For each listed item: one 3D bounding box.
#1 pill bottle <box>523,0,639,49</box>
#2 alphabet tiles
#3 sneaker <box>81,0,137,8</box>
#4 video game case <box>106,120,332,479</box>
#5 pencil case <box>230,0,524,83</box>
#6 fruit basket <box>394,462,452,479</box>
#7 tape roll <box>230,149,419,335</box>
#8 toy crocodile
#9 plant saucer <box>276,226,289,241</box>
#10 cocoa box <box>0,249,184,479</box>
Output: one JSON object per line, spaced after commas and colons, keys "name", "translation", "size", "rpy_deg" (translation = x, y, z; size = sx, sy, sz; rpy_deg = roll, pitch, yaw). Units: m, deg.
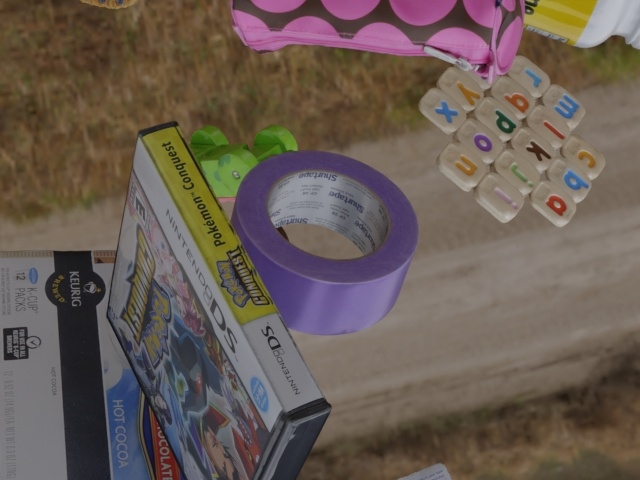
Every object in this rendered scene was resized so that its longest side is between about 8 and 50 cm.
{"name": "pill bottle", "translation": [0.274, -0.343, 1.618], "size": [0.333, 0.188, 0.188], "rpy_deg": [19, 150, 1]}
{"name": "alphabet tiles", "translation": [0.283, -0.155, 1.997], "size": [0.284, 0.278, 0.021], "rpy_deg": [-51, 180, -37]}
{"name": "sneaker", "translation": [-0.313, -0.352, 1.449], "size": [0.296, 0.131, 0.112], "rpy_deg": [24, 130, -18]}
{"name": "video game case", "translation": [-0.091, 0.087, 1.025], "size": [0.035, 0.248, 0.275], "rpy_deg": [-18, 154, -25]}
{"name": "pencil case", "translation": [0.038, -0.166, 0.969], "size": [0.209, 0.098, 0.095], "rpy_deg": [7, 159, 19]}
{"name": "fruit basket", "translation": [0.092, 0.496, 1.701], "size": [0.327, 0.353, 0.165], "rpy_deg": [-18, 156, -24]}
{"name": "tape roll", "translation": [0.000, 0.000, 1.374], "size": [0.189, 0.189, 0.080], "rpy_deg": [-3, 138, -20]}
{"name": "toy crocodile", "translation": [-0.141, -0.102, 1.988], "size": [0.340, 0.105, 0.115], "rpy_deg": [4, -151, 38]}
{"name": "plant saucer", "translation": [-0.117, 0.058, 2.272], "size": [0.036, 0.199, 0.198], "rpy_deg": [11, 144, -37]}
{"name": "cocoa box", "translation": [-0.195, 0.206, 1.288], "size": [0.227, 0.347, 0.231], "rpy_deg": [-1, 138, -14]}
